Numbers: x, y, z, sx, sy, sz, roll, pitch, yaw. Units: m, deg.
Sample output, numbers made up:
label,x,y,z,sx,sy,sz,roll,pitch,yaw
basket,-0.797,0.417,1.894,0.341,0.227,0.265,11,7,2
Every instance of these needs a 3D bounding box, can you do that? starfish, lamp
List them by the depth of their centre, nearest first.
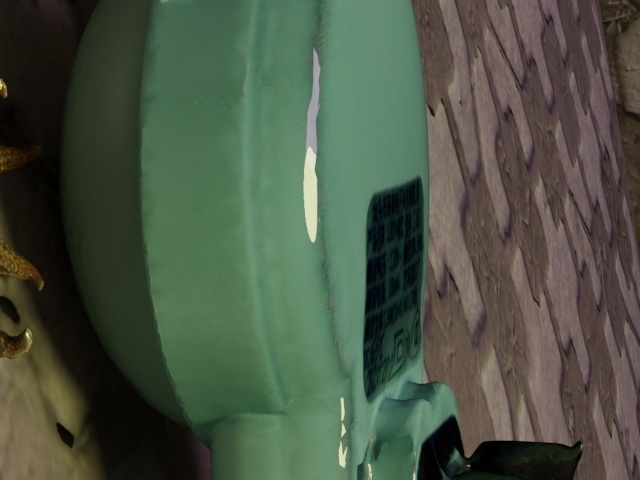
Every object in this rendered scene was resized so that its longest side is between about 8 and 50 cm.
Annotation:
label,x,y,z,sx,sy,sz,roll,pitch,yaw
starfish,-0.106,-0.010,0.598,0.091,0.028,0.078,-81,160,-59
lamp,-0.012,0.002,0.698,0.284,0.147,0.209,69,17,0
